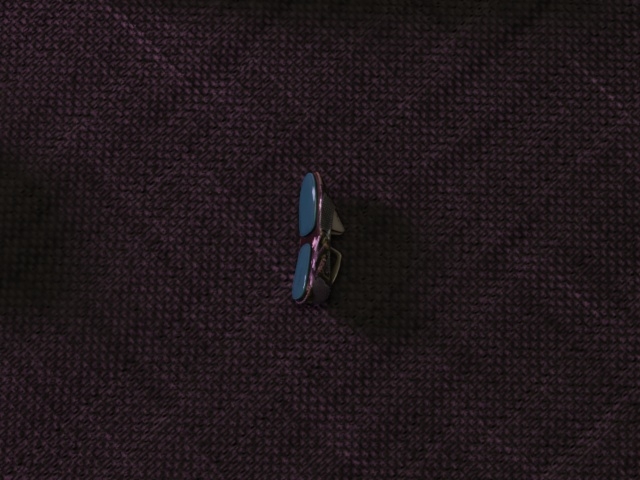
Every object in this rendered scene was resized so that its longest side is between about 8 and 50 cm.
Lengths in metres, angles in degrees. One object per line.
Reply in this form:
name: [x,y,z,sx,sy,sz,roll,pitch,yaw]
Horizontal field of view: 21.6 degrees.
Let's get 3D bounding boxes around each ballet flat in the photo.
ballet flat: [0.000,0.000,1.416,0.041,0.041,0.114,5,77,1]
